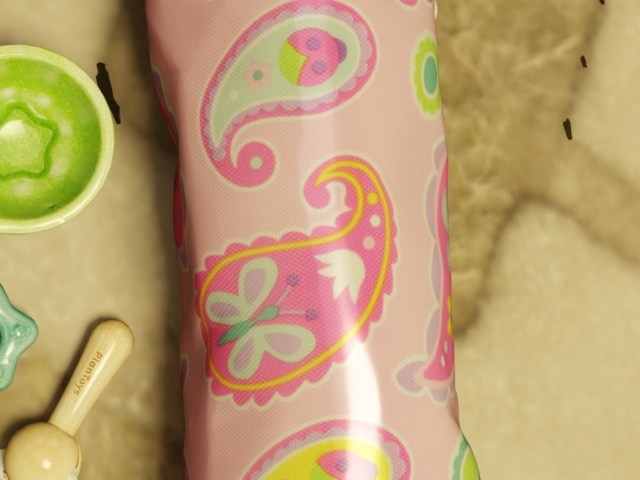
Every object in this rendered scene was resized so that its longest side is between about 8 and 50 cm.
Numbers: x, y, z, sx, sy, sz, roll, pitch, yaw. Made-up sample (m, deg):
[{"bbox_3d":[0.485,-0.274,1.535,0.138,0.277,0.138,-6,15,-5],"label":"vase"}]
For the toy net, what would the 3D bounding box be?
[{"bbox_3d":[-0.123,0.050,0.648,0.122,0.045,0.232,-10,91,-13],"label":"toy net"}]

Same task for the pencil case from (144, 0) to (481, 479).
[{"bbox_3d":[0.000,0.000,0.640,0.124,0.124,0.284,-3,88,-12],"label":"pencil case"}]
